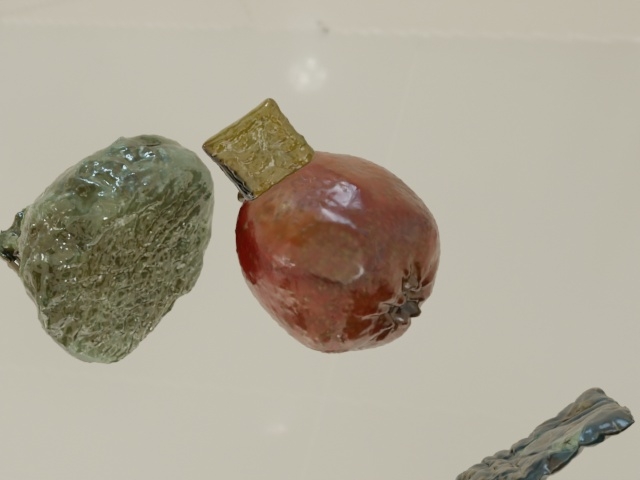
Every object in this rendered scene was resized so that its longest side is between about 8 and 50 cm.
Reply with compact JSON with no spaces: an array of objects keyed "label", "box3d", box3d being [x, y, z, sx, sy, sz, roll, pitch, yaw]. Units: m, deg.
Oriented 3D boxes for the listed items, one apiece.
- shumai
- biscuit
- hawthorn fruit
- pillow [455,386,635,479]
[{"label":"shumai","box3d":[-0.254,-0.020,1.727,0.225,0.222,0.261,4,120,-49]},{"label":"biscuit","box3d":[-0.057,-0.084,1.456,0.081,0.018,0.083,-34,127,9]},{"label":"hawthorn fruit","box3d":[0.000,0.000,1.624,0.253,0.205,0.205,35,150,28]},{"label":"pillow","box3d":[0.180,0.223,1.510,0.255,0.189,0.034,-31,90,3]}]
